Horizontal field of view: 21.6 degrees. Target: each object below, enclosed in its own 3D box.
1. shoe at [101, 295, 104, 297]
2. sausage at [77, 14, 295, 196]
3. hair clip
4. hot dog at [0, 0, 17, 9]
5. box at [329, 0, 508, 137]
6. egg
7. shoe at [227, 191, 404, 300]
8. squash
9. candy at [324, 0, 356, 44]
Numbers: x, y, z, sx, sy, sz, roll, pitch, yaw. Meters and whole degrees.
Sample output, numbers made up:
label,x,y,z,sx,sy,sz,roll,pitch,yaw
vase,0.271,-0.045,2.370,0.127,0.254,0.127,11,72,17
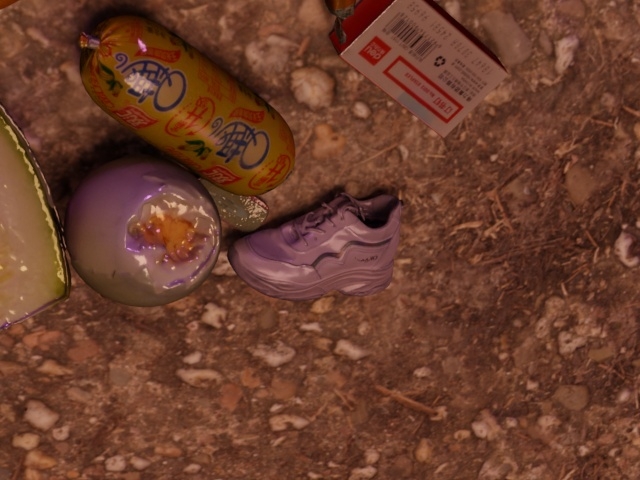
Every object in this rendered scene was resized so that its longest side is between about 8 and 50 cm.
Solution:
label,x,y,z,sx,sy,sz,roll,pitch,yaw
shoe,-0.235,0.037,2.135,0.109,0.072,0.069,-1,87,-29
sausage,-0.154,-0.156,1.982,0.123,0.123,0.347,-45,131,13
hair clip,-0.124,-0.048,2.146,0.137,0.022,0.054,24,115,-42
hot dog,-0.355,-0.290,1.802,0.249,0.076,0.102,-21,136,5
box,0.128,-0.229,2.101,0.123,0.050,0.229,-44,131,15
egg,-0.220,-0.012,2.009,0.183,0.217,0.183,-1,92,-33
shoe,0.000,0.000,2.199,0.245,0.095,0.137,1,122,-29
squash,-0.430,-0.060,1.880,0.234,0.210,0.309,-26,138,-21
candy,0.026,-0.319,1.984,0.046,0.053,0.182,-14,128,-15
